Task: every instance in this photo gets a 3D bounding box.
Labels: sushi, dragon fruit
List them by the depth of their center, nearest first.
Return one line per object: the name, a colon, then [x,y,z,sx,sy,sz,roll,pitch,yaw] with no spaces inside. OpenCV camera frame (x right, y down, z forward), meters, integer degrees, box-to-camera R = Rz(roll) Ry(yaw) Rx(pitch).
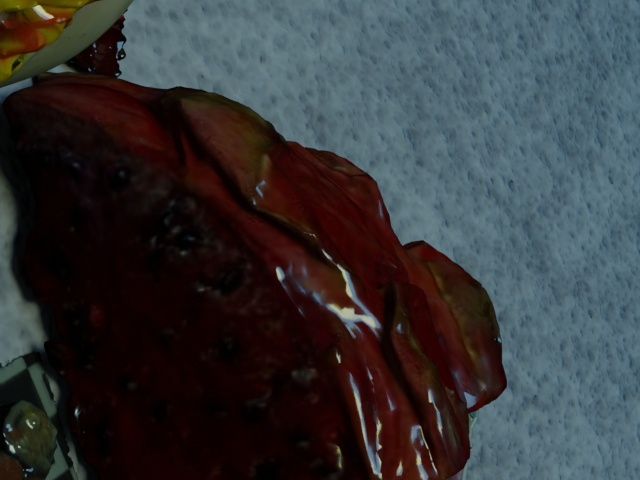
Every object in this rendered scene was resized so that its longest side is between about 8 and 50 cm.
sushi: [-0.184,0.143,0.938,0.201,0.031,0.139,-20,95,-55]
dragon fruit: [0.008,-0.003,1.087,0.329,0.228,0.286,-15,89,-53]

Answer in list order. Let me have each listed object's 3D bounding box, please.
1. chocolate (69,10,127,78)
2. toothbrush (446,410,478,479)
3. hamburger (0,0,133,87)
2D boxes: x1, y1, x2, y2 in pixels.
chocolate: [-0.178,-0.155,1.057,0.182,0.028,0.086,26,61,-49]
toothbrush: [0.096,0.195,1.314,0.022,0.017,0.204,55,38,-43]
hamburger: [-0.201,-0.193,0.832,0.179,0.276,0.294,4,70,-65]
